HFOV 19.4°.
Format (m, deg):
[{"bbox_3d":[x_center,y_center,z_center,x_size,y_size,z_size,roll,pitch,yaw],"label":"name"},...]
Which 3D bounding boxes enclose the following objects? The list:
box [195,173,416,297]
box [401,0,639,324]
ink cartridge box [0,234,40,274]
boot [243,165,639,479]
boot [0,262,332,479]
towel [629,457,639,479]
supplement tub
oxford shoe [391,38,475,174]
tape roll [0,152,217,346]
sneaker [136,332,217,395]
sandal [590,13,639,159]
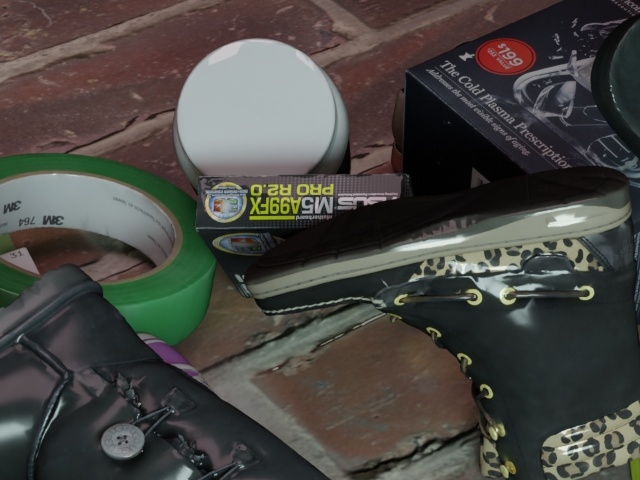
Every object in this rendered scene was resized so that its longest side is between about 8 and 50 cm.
[{"bbox_3d":[0.000,0.000,1.977,0.216,0.270,0.060,-1,73,8],"label":"box"},{"bbox_3d":[0.313,-0.095,2.079,0.312,0.179,0.343,-25,49,-25],"label":"box"},{"bbox_3d":[-0.410,0.054,2.134,0.171,0.056,0.235,-18,39,-15],"label":"ink cartridge box"},{"bbox_3d":[0.137,0.098,1.791,0.377,0.284,0.138,-13,20,12],"label":"boot"},{"bbox_3d":[-0.201,0.273,1.696,0.445,0.146,0.367,40,73,20],"label":"boot"},{"bbox_3d":[0.351,0.215,1.820,0.102,0.021,0.237,-2,36,5],"label":"towel"},{"bbox_3d":[-0.063,-0.109,2.085,0.191,0.272,0.191,0,80,2],"label":"supplement tub"},{"bbox_3d":[0.229,-0.196,2.307,0.348,0.130,0.123,-33,44,-32],"label":"oxford shoe"},{"bbox_3d":[-0.275,0.014,2.074,0.321,0.077,0.321,9,30,-6],"label":"tape roll"},{"bbox_3d":[-0.229,0.197,1.872,0.282,0.102,0.161,-29,46,-27],"label":"sneaker"},{"bbox_3d":[0.450,-0.055,1.881,0.167,0.446,0.107,-58,24,-14],"label":"sandal"}]
